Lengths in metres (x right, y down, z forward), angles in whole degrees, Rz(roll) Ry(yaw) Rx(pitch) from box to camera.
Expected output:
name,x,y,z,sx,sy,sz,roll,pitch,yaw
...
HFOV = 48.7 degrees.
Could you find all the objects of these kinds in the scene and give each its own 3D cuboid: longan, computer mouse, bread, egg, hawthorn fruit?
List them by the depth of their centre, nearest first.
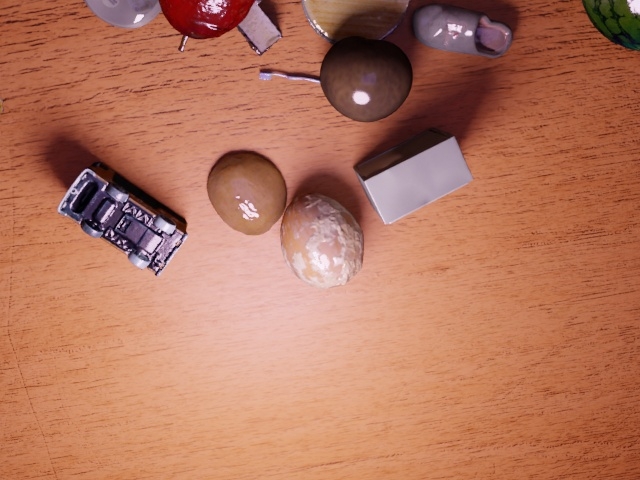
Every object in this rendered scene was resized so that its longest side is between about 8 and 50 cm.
name,x,y,z,sx,sy,sz,roll,pitch,yaw
hawthorn fruit,-0.257,-0.525,1.515,0.210,0.230,0.266,27,127,-21
computer mouse,-0.397,-0.630,1.567,0.197,0.095,0.331,36,90,-27
bread,0.081,-0.576,1.620,0.266,0.040,0.267,-1,117,-2
longan,0.103,-0.368,1.623,0.212,0.198,0.198,18,102,-10
egg,0.000,0.000,1.696,0.203,0.203,0.245,-27,83,2

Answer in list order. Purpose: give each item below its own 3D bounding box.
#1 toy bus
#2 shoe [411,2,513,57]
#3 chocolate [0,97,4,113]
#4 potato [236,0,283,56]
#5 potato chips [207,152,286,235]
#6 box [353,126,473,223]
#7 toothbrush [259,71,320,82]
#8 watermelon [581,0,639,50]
name,x,y,z,sx,sy,sz,roll,pitch,yaw
toy bus,-0.458,-0.057,1.665,0.275,0.167,0.139,35,99,-16
shoe,0.341,-0.492,1.655,0.250,0.100,0.103,8,104,-9
chocolate,-0.847,-0.334,1.615,0.219,0.086,0.086,21,101,-6
potato,-0.148,-0.498,1.635,0.086,0.061,0.122,-38,102,5
potato chips,-0.179,-0.109,1.727,0.195,0.062,0.208,-5,102,-5
box,0.213,-0.156,1.661,0.224,0.225,0.118,-27,104,3
toothbrush,-0.050,-0.386,1.693,0.193,0.013,0.019,4,110,-5
watermelon,0.739,-0.588,1.544,0.362,0.363,0.364,-1,104,-4
